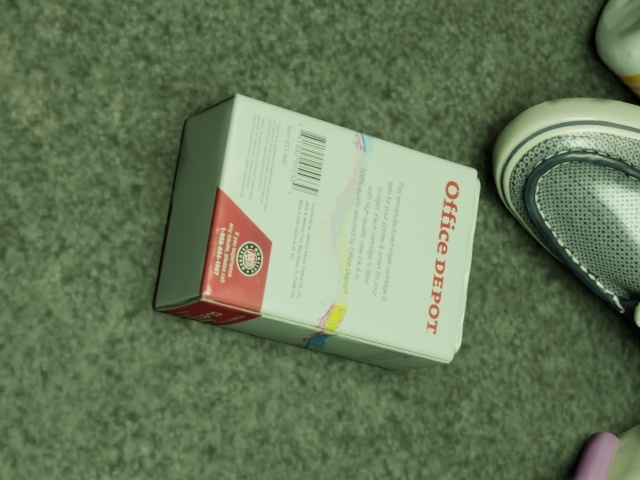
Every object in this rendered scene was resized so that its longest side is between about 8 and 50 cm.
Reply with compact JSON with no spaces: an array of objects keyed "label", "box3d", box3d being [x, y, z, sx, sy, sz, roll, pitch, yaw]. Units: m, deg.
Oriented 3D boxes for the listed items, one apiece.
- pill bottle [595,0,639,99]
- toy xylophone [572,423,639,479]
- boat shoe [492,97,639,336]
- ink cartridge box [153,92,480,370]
[{"label":"pill bottle","box3d":[0.336,-0.096,1.303,0.278,0.162,0.162,42,64,-16]},{"label":"toy xylophone","box3d":[0.308,0.228,1.227,0.322,0.081,0.236,46,25,8]},{"label":"boat shoe","box3d":[0.260,0.043,1.219,0.340,0.127,0.158,29,31,-19]},{"label":"ink cartridge box","box3d":[0.000,0.000,1.148,0.175,0.072,0.127,16,73,-26]}]
